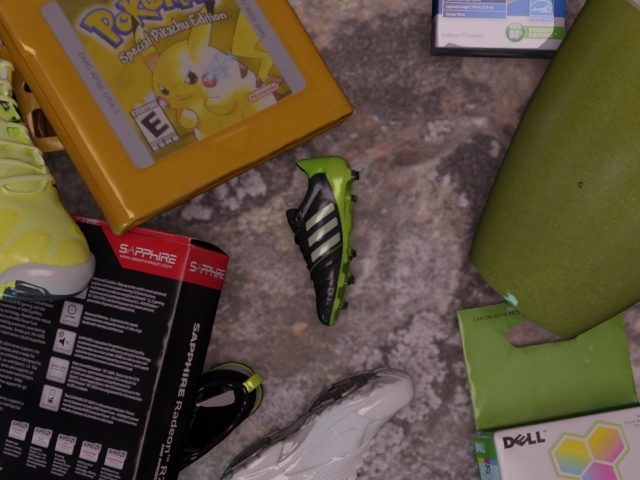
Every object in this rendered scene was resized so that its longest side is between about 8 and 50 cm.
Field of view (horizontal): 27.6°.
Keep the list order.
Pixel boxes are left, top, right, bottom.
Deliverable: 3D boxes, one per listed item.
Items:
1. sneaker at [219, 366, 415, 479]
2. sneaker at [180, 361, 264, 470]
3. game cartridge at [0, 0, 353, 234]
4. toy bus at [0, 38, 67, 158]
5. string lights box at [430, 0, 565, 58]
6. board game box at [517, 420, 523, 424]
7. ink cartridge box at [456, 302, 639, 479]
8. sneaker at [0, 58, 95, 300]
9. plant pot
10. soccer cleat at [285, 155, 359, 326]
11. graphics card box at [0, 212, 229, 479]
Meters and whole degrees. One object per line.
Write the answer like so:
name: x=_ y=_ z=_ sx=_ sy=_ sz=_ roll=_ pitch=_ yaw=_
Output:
sneaker: x=0.014 y=0.224 z=1.362 sx=0.232 sy=0.090 sz=0.115 roll=-36 pitch=98 yaw=10
sneaker: x=-0.160 y=0.200 z=1.347 sx=0.234 sy=0.097 sz=0.084 roll=-38 pitch=91 yaw=1
game cartridge: x=-0.159 y=-0.205 z=1.290 sx=0.285 sy=0.052 sz=0.324 roll=-29 pitch=88 yaw=-28
toy bus: x=-0.279 y=-0.177 z=1.334 sx=0.202 sy=0.104 sz=0.191 roll=36 pitch=91 yaw=-1
string lights box: x=0.184 y=-0.322 z=1.344 sx=0.133 sy=0.077 sz=0.260 roll=1 pitch=91 yaw=1
board game box: x=0.215 y=0.283 z=1.384 sx=0.103 sy=0.026 sz=0.154 roll=31 pitch=91 yaw=-1
ink cartridge box: x=0.253 y=0.181 z=1.325 sx=0.188 sy=0.097 sz=0.255 roll=-9 pitch=84 yaw=-6
sneaker: x=-0.337 y=-0.092 z=1.233 sx=0.385 sy=0.145 sz=0.147 roll=45 pitch=123 yaw=27
plant pot: x=0.290 y=-0.054 z=1.279 sx=0.274 sy=0.275 sz=0.293 roll=37 pitch=105 yaw=-1
soccer cleat: x=0.000 y=0.000 z=1.367 sx=0.072 sy=0.060 sz=0.179 roll=2 pitch=85 yaw=9
graphics card box: x=-0.245 y=0.163 z=1.295 sx=0.232 sy=0.094 sz=0.371 roll=10 pitch=85 yaw=23
